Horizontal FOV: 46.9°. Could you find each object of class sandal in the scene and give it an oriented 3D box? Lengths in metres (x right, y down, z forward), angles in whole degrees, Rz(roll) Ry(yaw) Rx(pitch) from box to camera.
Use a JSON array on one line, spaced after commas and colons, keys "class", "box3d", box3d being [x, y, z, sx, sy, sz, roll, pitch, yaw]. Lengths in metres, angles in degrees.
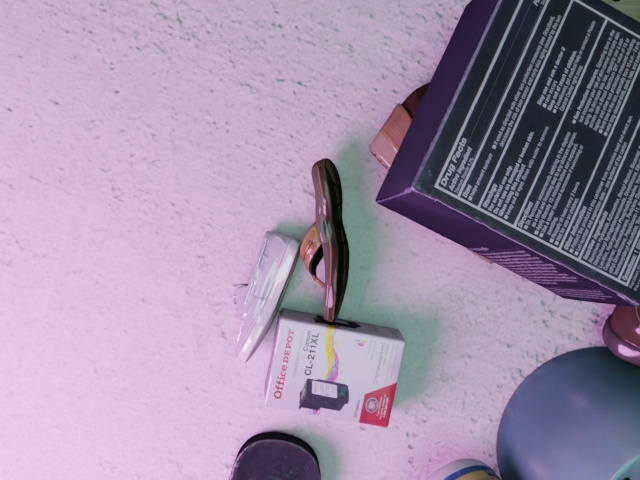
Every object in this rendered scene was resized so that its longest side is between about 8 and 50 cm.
[{"class": "sandal", "box3d": [0.000, 0.000, 1.004, 0.060, 0.090, 0.220, -5, 98, 15]}, {"class": "sandal", "box3d": [-0.100, 0.496, 1.037, 0.167, 0.107, 0.446, 7, 96, -3]}]

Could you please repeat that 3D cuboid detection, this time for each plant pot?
[{"class": "plant pot", "box3d": [0.407, 0.313, 0.972, 0.292, 0.235, 0.293, 0, 96, -2]}]

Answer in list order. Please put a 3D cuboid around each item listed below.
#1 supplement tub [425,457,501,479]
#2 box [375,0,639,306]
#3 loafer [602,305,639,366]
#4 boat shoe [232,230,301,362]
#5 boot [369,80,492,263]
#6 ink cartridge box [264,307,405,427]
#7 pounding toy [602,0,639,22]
[{"class": "supplement tub", "box3d": [0.220, 0.400, 0.957, 0.144, 0.199, 0.144, -15, 125, -23]}, {"class": "box", "box3d": [0.268, -0.119, 0.884, 0.294, 0.183, 0.296, 27, 84, -9]}, {"class": "loafer", "box3d": [0.554, 0.134, 0.935, 0.365, 0.134, 0.130, 15, 121, 23]}, {"class": "boat shoe", "box3d": [-0.087, 0.075, 1.019, 0.063, 0.066, 0.184, 23, 96, 7]}, {"class": "boot", "box3d": [0.213, -0.115, 0.993, 0.207, 0.090, 0.248, -43, 92, 5]}, {"class": "ink cartridge box", "box3d": [0.017, 0.176, 1.026, 0.175, 0.072, 0.128, 10, 96, -3]}, {"class": "pounding toy", "box3d": [0.408, -0.301, 0.949, 0.269, 0.155, 0.154, 14, 91, -3]}]
